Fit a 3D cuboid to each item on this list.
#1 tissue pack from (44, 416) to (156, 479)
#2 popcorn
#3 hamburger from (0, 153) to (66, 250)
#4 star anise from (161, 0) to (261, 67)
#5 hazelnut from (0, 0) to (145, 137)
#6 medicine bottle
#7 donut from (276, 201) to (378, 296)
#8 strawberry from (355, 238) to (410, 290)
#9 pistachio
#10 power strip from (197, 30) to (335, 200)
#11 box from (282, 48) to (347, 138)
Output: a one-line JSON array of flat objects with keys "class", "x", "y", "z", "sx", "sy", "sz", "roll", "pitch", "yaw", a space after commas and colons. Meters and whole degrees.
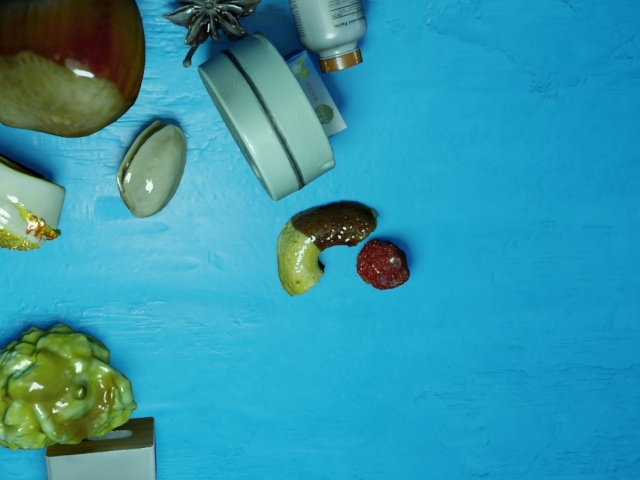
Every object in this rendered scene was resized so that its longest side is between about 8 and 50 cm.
[{"class": "tissue pack", "x": -0.517, "y": 0.526, "z": 1.989, "sx": 0.246, "sy": 0.159, "sz": 0.136, "roll": -3, "pitch": 105, "yaw": -11}, {"class": "popcorn", "x": -0.596, "y": 0.331, "z": 1.876, "sx": 0.335, "sy": 0.274, "sz": 0.279, "roll": -19, "pitch": 72, "yaw": -43}, {"class": "hamburger", "x": -0.678, "y": -0.087, "z": 1.751, "sx": 0.294, "sy": 0.276, "sz": 0.179, "roll": 29, "pitch": 85, "yaw": -11}, {"class": "star anise", "x": -0.242, "y": -0.482, "z": 1.813, "sx": 0.231, "sy": 0.089, "sz": 0.209, "roll": -44, "pitch": 70, "yaw": -4}, {"class": "hazelnut", "x": -0.523, "y": -0.379, "z": 1.690, "sx": 0.366, "sy": 0.366, "sz": 0.366, "roll": -2, "pitch": 104, "yaw": -10}, {"class": "medicine bottle", "x": 0.012, "y": -0.520, "z": 1.837, "sx": 0.157, "sy": 0.157, "sz": 0.289, "roll": -18, "pitch": 106, "yaw": -6}, {"class": "donut", "x": 0.000, "y": 0.000, "z": 1.985, "sx": 0.295, "sy": 0.112, "sz": 0.151, "roll": -43, "pitch": 109, "yaw": 0}, {"class": "strawberry", "x": 0.153, "y": 0.063, "z": 2.009, "sx": 0.131, "sy": 0.148, "sz": 0.131, "roll": -3, "pitch": 105, "yaw": -9}, {"class": "pistachio", "x": -0.379, "y": -0.158, "z": 1.871, "sx": 0.152, "sy": 0.126, "sz": 0.223, "roll": 12, "pitch": 98, "yaw": -48}, {"class": "power strip", "x": -0.122, "y": -0.269, "z": 1.789, "sx": 0.161, "sy": 0.357, "sz": 0.357, "roll": -31, "pitch": 107, "yaw": -4}, {"class": "box", "x": -0.027, "y": -0.329, "z": 1.885, "sx": 0.073, "sy": 0.139, "sz": 0.194, "roll": -30, "pitch": 107, "yaw": -3}]
